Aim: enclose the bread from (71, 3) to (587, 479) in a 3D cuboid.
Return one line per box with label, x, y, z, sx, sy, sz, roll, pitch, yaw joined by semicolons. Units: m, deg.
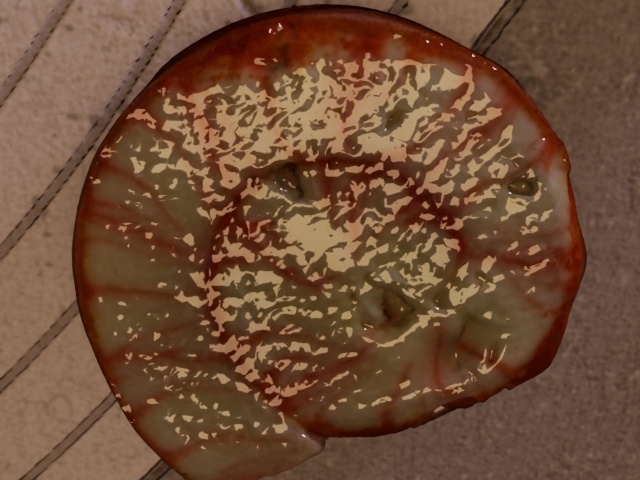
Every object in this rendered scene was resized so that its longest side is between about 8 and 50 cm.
bread;0.002;-0.004;0.697;0.328;0.114;0.295;-17;106;2
